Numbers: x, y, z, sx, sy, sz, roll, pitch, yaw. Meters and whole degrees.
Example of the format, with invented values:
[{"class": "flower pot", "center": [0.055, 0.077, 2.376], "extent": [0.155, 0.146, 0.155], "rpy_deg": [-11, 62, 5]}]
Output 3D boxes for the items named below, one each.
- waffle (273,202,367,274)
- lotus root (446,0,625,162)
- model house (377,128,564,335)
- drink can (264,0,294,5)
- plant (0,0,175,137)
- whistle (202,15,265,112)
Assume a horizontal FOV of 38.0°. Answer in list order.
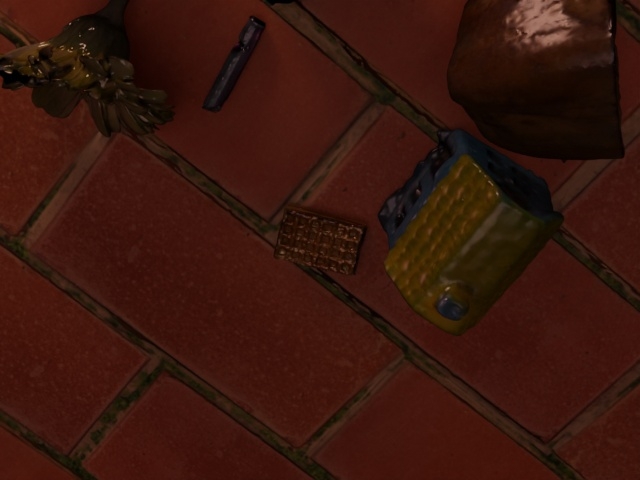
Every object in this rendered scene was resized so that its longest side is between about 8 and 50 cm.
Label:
[{"class": "waffle", "center": [0.000, -0.001, 1.610], "extent": [0.147, 0.042, 0.103], "rpy_deg": [14, 114, 2]}, {"class": "lotus root", "center": [0.335, -0.274, 1.368], "extent": [0.249, 0.316, 0.316], "rpy_deg": [-3, 112, 28]}, {"class": "model house", "center": [0.233, -0.002, 1.452], "extent": [0.215, 0.303, 0.237], "rpy_deg": [31, 112, -12]}, {"class": "drink can", "center": [-0.012, -0.442, 1.397], "extent": [0.204, 0.118, 0.118], "rpy_deg": [-26, 106, 15]}, {"class": "plant", "center": [-0.357, -0.283, 1.429], "extent": [0.305, 0.261, 0.297], "rpy_deg": [28, 114, 7]}, {"class": "whistle", "center": [-0.142, -0.286, 1.521], "extent": [0.033, 0.033, 0.177], "rpy_deg": [30, 112, -5]}]
